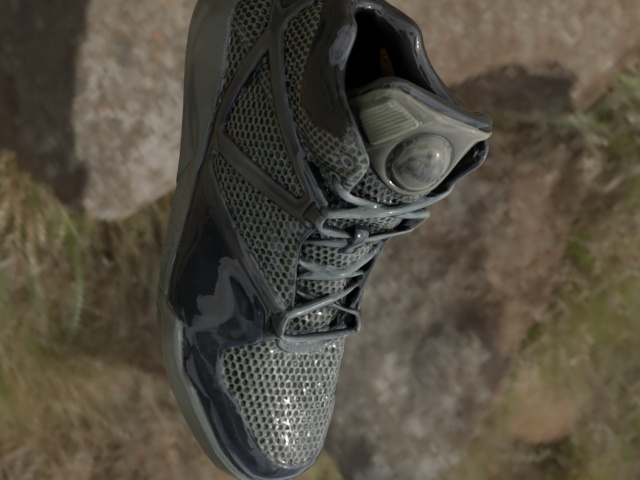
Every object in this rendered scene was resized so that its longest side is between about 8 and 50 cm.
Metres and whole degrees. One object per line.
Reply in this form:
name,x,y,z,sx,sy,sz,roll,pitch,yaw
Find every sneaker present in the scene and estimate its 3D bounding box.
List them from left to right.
sneaker,0.000,0.000,0.692,0.087,0.130,0.228,2,96,-41
